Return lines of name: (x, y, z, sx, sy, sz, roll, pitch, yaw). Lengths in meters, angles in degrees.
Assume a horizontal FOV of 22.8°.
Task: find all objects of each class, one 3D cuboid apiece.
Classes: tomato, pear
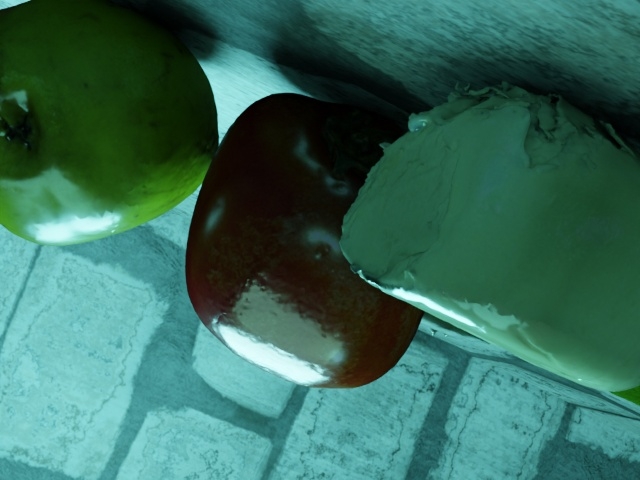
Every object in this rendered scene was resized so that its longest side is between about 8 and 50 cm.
tomato: (0.000, 0.000, 1.767, 0.293, 0.290, 0.325, 22, -148, -5)
pear: (-0.253, -0.137, 1.820, 0.287, 0.287, 0.375, 19, -172, 25)

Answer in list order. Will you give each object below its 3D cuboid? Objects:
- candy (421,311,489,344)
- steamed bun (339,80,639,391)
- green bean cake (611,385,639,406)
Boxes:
candy: (0.146, 0.024, 1.998, 0.185, 0.195, 0.137, 23, 175, -30)
steamed bun: (0.206, -0.008, 1.502, 0.312, 0.233, 0.334, 25, 180, -31)
green bean cake: (0.453, 0.137, 1.998, 0.247, 0.156, 0.250, 28, 170, -39)
